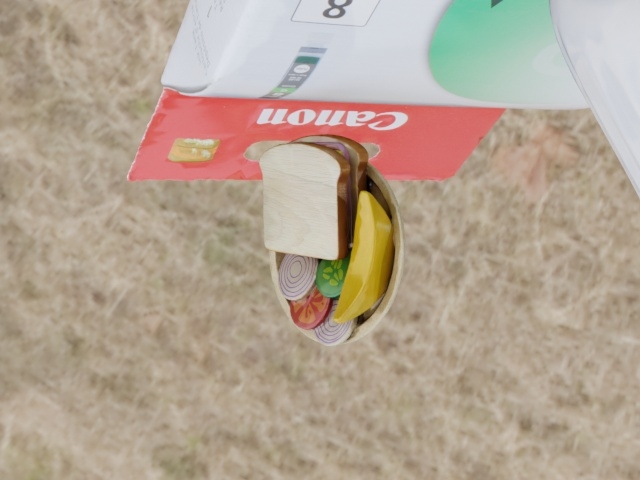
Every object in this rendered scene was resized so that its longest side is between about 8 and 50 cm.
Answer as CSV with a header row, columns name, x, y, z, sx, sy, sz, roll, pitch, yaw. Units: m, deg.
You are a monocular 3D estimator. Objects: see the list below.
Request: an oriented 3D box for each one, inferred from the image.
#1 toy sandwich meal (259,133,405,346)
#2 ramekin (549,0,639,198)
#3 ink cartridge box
name,x,y,z,sx,sy,sz,roll,pitch,yaw
toy sandwich meal,0.000,0.000,0.503,0.086,0.029,0.085,-2,87,47
ramekin,0.199,-0.083,0.353,0.277,0.277,0.135,-24,111,37
ink cartridge box,0.029,-0.065,0.537,0.181,0.056,0.224,0,149,-23
